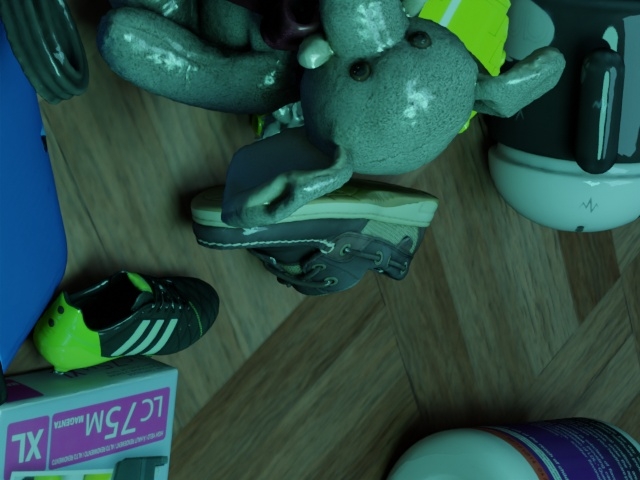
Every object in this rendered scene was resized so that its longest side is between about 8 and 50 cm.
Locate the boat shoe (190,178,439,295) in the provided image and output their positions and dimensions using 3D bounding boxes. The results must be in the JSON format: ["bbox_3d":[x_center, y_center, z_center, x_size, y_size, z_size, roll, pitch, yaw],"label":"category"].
[{"bbox_3d":[0.000,0.000,1.552,0.285,0.102,0.092,-5,102,-57],"label":"boat shoe"}]

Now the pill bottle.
[{"bbox_3d":[0.212,0.264,1.854,0.323,0.181,0.182,2,102,-52],"label":"pill bottle"}]

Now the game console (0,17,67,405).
[{"bbox_3d":[-0.288,-0.040,1.232,0.250,0.173,0.293,-15,119,-14],"label":"game console"}]

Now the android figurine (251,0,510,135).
[{"bbox_3d":[0.048,-0.171,1.535,0.273,0.056,0.248,25,93,-40],"label":"android figurine"}]

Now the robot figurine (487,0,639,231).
[{"bbox_3d":[0.245,-0.145,1.741,0.209,0.173,0.278,-11,112,-47],"label":"robot figurine"}]

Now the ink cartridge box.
[{"bbox_3d":[-0.200,0.248,1.430,0.185,0.065,0.311,-9,112,-50],"label":"ink cartridge box"}]

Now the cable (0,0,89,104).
[{"bbox_3d":[-0.223,-0.220,1.180,0.139,0.072,0.287,-95,167,-58],"label":"cable"}]

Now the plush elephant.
[{"bbox_3d":[0.004,-0.147,1.315,0.272,0.255,0.330,-34,125,-20],"label":"plush elephant"}]

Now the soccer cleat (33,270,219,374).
[{"bbox_3d":[-0.133,0.051,1.424,0.179,0.060,0.072,-15,147,-47],"label":"soccer cleat"}]
